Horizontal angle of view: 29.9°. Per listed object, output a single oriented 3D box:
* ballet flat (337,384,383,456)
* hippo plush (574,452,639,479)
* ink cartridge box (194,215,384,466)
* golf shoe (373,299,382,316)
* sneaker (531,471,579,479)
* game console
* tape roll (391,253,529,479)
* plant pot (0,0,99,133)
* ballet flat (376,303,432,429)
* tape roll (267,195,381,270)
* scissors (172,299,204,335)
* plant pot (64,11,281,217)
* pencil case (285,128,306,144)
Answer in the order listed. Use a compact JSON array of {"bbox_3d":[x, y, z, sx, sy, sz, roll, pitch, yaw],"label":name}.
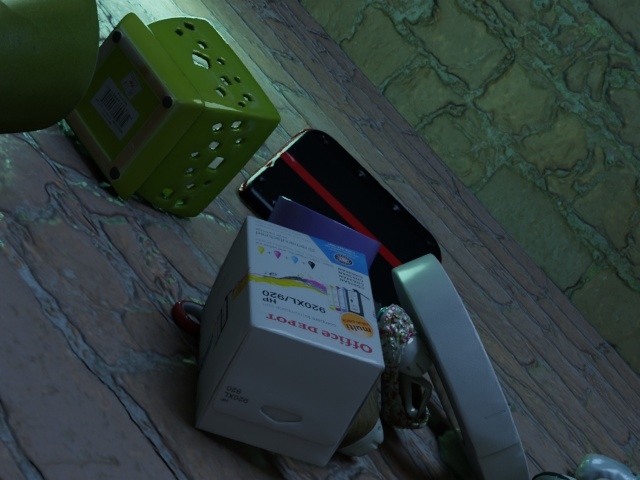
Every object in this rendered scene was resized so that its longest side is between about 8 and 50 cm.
[{"bbox_3d":[0.036,0.222,1.652,0.124,0.116,0.342,62,8,-15],"label":"ballet flat"},{"bbox_3d":[0.650,0.470,2.303,0.234,0.236,0.294,35,18,-32],"label":"hippo plush"},{"bbox_3d":[-0.041,0.118,1.445,0.171,0.168,0.233,19,30,-16],"label":"ink cartridge box"},{"bbox_3d":[0.019,0.109,1.882,0.306,0.115,0.140,38,6,-46],"label":"golf shoe"},{"bbox_3d":[0.381,0.452,1.932,0.108,0.100,0.271,20,17,-12],"label":"sneaker"},{"bbox_3d":[0.048,-0.023,2.236,0.386,0.060,0.342,44,35,-2],"label":"game console"},{"bbox_3d":[0.215,0.209,1.859,0.392,0.072,0.392,158,-90,-90],"label":"tape roll"},{"bbox_3d":[-0.443,-0.227,1.312,0.275,0.275,0.293,48,32,9],"label":"plant pot"},{"bbox_3d":[0.129,0.190,1.754,0.077,0.091,0.241,21,-39,27],"label":"ballet flat"},{"bbox_3d":[0.000,0.000,1.991,0.189,0.080,0.189,26,1,0],"label":"tape roll"},{"bbox_3d":[-0.132,0.098,1.663,0.109,0.021,0.297,43,15,-1],"label":"scissors"},{"bbox_3d":[-0.235,-0.187,1.751,0.228,0.227,0.207,52,24,21],"label":"plant pot"},{"bbox_3d":[-0.002,-0.173,2.572,0.151,0.064,0.070,38,42,-27],"label":"pencil case"}]
